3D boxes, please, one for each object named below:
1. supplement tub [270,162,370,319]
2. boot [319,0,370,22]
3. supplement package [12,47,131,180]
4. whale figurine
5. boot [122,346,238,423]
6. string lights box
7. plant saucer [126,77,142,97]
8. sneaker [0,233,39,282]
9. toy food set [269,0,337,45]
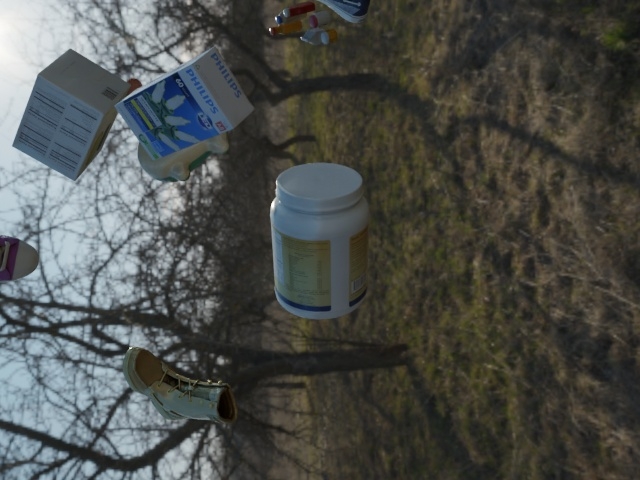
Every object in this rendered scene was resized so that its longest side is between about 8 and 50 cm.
[{"bbox_3d":[0.000,0.000,1.487,0.228,0.228,0.316,-100,8,-59],"label":"supplement tub"},{"bbox_3d":[0.017,-0.503,1.220,0.069,0.190,0.086,-57,-5,-29],"label":"boot"},{"bbox_3d":[-0.704,-0.355,1.809,0.263,0.198,0.199,-50,16,34],"label":"supplement package"},{"bbox_3d":[-0.365,-0.251,1.759,0.141,0.272,0.216,52,-150,-62],"label":"whale figurine"},{"bbox_3d":[-0.320,0.340,1.478,0.262,0.203,0.095,66,-146,-38],"label":"boot"},{"bbox_3d":[-0.259,-0.250,1.196,0.133,0.259,0.077,57,-132,-22],"label":"string lights box"},{"bbox_3d":[-0.643,-0.518,2.198,0.013,0.083,0.083,-12,-75,-60],"label":"plant saucer"},{"bbox_3d":[-0.660,0.024,1.194,0.161,0.282,0.102,-7,77,49],"label":"sneaker"},{"bbox_3d":[-0.057,-0.648,1.918,0.232,0.104,0.111,40,146,42],"label":"toy food set"}]
